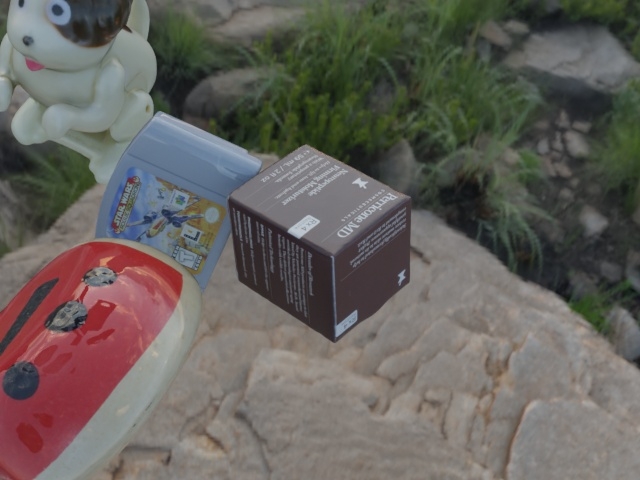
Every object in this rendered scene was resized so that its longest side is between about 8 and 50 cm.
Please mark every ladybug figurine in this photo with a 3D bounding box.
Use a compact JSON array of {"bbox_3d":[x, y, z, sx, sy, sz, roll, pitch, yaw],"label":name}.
[{"bbox_3d":[-0.312,0.144,1.271,0.305,0.162,0.449,-22,27,24],"label":"ladybug figurine"}]

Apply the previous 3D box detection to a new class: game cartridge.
[{"bbox_3d":[-0.228,-0.040,1.530,0.198,0.297,0.062,21,35,-9],"label":"game cartridge"}]

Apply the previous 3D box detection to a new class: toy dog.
[{"bbox_3d":[-0.435,-0.346,1.883,0.284,0.408,0.395,35,74,15],"label":"toy dog"}]

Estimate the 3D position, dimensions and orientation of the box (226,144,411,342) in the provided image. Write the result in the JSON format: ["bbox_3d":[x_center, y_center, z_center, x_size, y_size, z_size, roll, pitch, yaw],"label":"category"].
[{"bbox_3d":[0.000,0.000,1.447,0.203,0.167,0.168,29,50,32],"label":"box"}]
